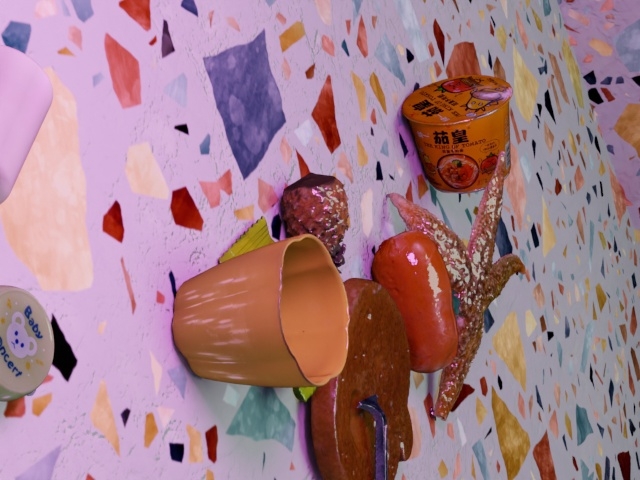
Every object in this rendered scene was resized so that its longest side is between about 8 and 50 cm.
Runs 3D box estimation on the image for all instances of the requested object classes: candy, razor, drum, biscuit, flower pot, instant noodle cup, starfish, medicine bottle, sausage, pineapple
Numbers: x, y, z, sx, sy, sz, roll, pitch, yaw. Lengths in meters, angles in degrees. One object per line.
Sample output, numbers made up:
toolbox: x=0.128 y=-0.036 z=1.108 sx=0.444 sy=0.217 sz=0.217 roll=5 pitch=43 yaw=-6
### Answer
candy: x=-0.051 y=0.096 z=1.716 sx=0.246 sy=0.069 sz=0.149 roll=58 pitch=28 yaw=-7
razor: x=0.090 y=0.333 z=1.851 sx=0.066 sy=0.033 sz=0.190 roll=-7 pitch=91 yaw=-64
drum: x=-0.336 y=0.149 z=1.169 sx=0.130 sy=0.049 sz=0.253 roll=61 pitch=33 yaw=-34
biscuit: x=0.070 y=0.250 z=1.935 sx=0.314 sy=0.063 sz=0.367 roll=57 pitch=36 yaw=-46
flower pot: x=-0.082 y=0.100 z=1.546 sx=0.195 sy=0.179 sz=0.195 roll=36 pitch=48 yaw=-56
instant noodle cup: x=0.276 y=-0.202 z=2.352 sx=0.216 sy=0.215 sz=0.172 roll=-59 pitch=142 yaw=-53
starfish: x=0.265 y=0.063 z=2.253 sx=0.384 sy=0.132 sz=0.398 roll=-47 pitch=119 yaw=-39
medicine bottle: x=-0.338 y=-0.097 z=1.189 sx=0.103 sy=0.102 sz=0.187 roll=56 pitch=36 yaw=-40
sausage: x=0.167 y=0.109 z=2.097 sx=0.133 sy=0.133 sz=0.258 roll=-34 pitch=114 yaw=-62
pineapple: x=0.000 y=0.000 z=1.843 sx=0.108 sy=0.108 sz=0.198 roll=-41 pitch=127 yaw=-60
